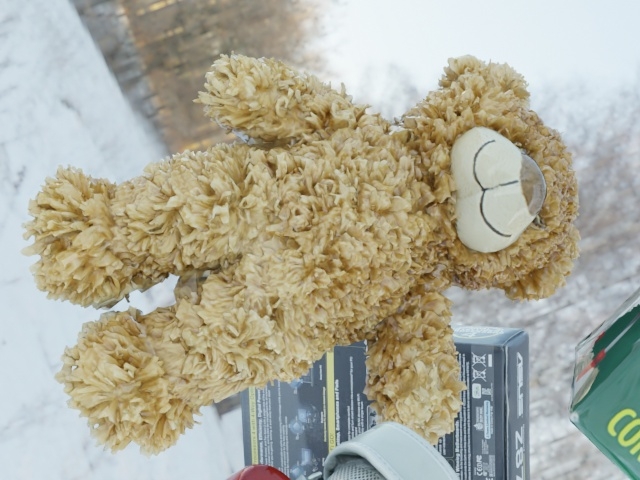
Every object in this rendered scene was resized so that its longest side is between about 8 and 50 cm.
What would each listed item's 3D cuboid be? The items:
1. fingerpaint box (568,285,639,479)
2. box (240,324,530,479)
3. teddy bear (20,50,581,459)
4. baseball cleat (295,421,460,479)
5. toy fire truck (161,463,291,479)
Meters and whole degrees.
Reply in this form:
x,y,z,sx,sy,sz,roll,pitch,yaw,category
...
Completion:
x,y,z,sx,sy,sz,roll,pitch,yaw,category
0.387,0.084,0.455,0.445,0.371,0.163,45,13,6,fingerpaint box
0.070,0.288,1.287,0.097,0.318,0.395,-17,105,-64,box
0.000,0.000,0.671,0.113,0.337,0.245,108,-20,-68,teddy bear
-0.016,0.091,0.343,0.072,0.109,0.206,31,-9,29,baseball cleat
-0.076,0.378,1.103,0.302,0.169,0.254,42,37,-22,toy fire truck
